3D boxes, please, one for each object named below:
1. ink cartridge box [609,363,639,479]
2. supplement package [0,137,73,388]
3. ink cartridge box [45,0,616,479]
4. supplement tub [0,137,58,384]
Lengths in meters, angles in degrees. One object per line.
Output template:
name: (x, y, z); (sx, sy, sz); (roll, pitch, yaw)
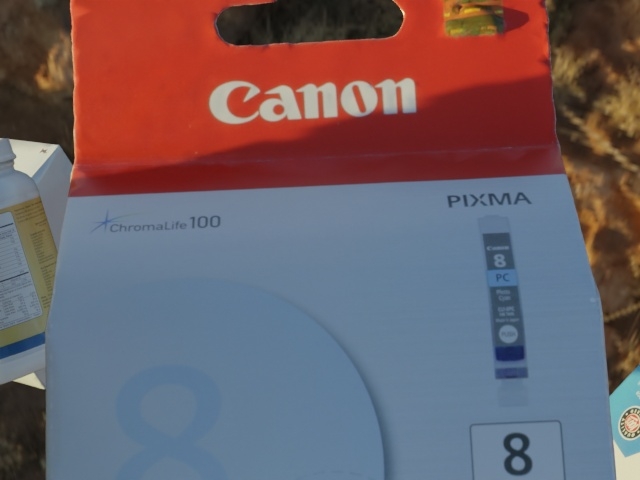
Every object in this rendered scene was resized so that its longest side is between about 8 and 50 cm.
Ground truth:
ink cartridge box: (0.260, 0.290, 1.195); (0.129, 0.307, 0.223); (32, 17, -27)
supplement package: (-0.353, 0.022, 1.603); (0.149, 0.203, 0.194); (9, 50, 37)
ink cartridge box: (0.000, 0.000, 0.815); (0.308, 0.091, 0.385); (-3, 80, 0)
supplement tub: (-0.304, 0.022, 1.235); (0.144, 0.144, 0.200); (-18, 96, -12)
